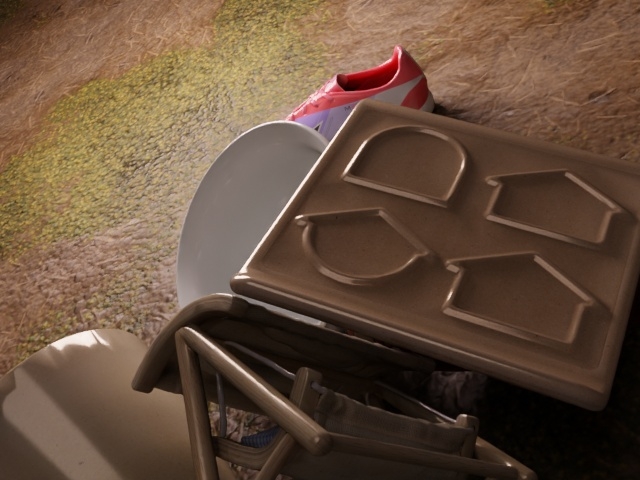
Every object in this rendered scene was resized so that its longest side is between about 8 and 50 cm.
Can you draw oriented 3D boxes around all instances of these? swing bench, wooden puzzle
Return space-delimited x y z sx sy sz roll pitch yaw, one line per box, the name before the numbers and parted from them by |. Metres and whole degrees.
swing bench | 0.003 0.167 0.778 0.165 0.253 0.255 -57 39 16
wooden puzzle | 0.131 0.001 0.818 0.322 0.080 0.348 17 42 17

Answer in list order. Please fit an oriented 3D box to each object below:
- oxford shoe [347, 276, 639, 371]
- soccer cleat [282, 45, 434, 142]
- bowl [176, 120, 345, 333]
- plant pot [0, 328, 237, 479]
oxford shoe | 0.198 0.047 0.932 0.348 0.123 0.130 -11 40 6
soccer cleat | 0.004 -0.178 1.267 0.318 0.116 0.108 -22 41 9
bowl | -0.030 0.017 1.036 0.298 0.134 0.298 -15 69 42
plant pot | -0.182 0.268 0.857 0.274 0.256 0.256 34 70 29
